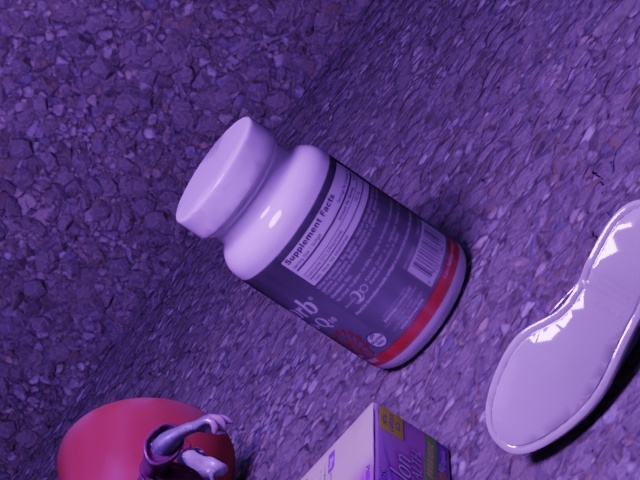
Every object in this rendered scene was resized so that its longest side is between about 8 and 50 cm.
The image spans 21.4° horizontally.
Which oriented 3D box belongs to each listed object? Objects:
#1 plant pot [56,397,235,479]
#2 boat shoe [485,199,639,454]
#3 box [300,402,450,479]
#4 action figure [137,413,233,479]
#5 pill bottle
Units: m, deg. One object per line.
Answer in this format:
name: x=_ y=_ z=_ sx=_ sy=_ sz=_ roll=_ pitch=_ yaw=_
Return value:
plant pot: x=-0.260 y=0.411 z=2.495 sx=0.275 sy=0.275 sz=0.243 roll=-47 pitch=28 yaw=29
boat shoe: x=0.294 y=0.098 z=1.797 sx=0.099 sy=0.116 sz=0.319 roll=3 pitch=-57 yaw=-57
box: x=0.034 y=0.352 z=1.960 sx=0.243 sy=0.117 sz=0.213 roll=-50 pitch=17 yaw=24
action figure: x=-0.181 y=0.377 z=2.178 sx=0.276 sy=0.248 sz=0.370 roll=-31 pitch=22 yaw=2
pill bottle: x=0.000 y=0.000 z=2.295 sx=0.210 sy=0.363 sz=0.210 roll=-50 pitch=17 yaw=21
